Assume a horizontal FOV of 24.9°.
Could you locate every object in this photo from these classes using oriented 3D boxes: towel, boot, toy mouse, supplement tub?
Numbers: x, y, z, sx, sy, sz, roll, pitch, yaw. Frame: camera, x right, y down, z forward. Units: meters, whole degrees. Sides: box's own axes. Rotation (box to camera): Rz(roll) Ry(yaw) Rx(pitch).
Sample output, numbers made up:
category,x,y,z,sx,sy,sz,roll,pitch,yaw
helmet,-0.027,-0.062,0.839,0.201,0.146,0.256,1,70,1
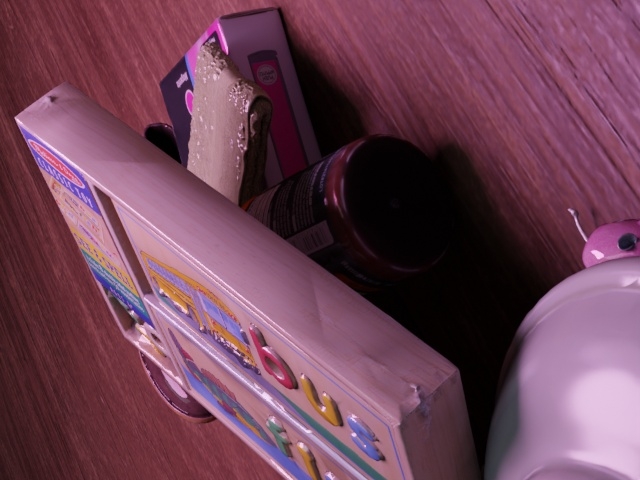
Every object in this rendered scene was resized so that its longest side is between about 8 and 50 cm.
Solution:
category,x,y,z,sx,sy,sz,roll,pitch,yaw
towel,-0.074,-0.077,1.173,0.110,0.027,0.148,49,143,44
boot,-0.141,0.036,1.408,0.207,0.090,0.248,101,155,-62
toy mouse,0.185,0.039,0.822,0.161,0.031,0.143,69,154,17
supplement tub,0.000,0.000,1.061,0.198,0.106,0.106,-26,78,51

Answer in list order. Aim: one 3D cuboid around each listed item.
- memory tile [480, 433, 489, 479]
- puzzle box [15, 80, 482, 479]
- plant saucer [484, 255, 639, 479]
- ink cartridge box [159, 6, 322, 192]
category,x,y,z,sx,sy,sz,roll,pitch,yaw
memory tile,0.143,0.211,1.019,0.113,0.012,0.148,52,145,42
puzzle box,-0.045,0.077,1.024,0.409,0.052,0.272,36,155,36
plant saucer,0.191,0.210,0.772,0.400,0.100,0.401,43,143,45
ink cartridge box,-0.040,0.003,1.247,0.176,0.069,0.371,-30,77,63
